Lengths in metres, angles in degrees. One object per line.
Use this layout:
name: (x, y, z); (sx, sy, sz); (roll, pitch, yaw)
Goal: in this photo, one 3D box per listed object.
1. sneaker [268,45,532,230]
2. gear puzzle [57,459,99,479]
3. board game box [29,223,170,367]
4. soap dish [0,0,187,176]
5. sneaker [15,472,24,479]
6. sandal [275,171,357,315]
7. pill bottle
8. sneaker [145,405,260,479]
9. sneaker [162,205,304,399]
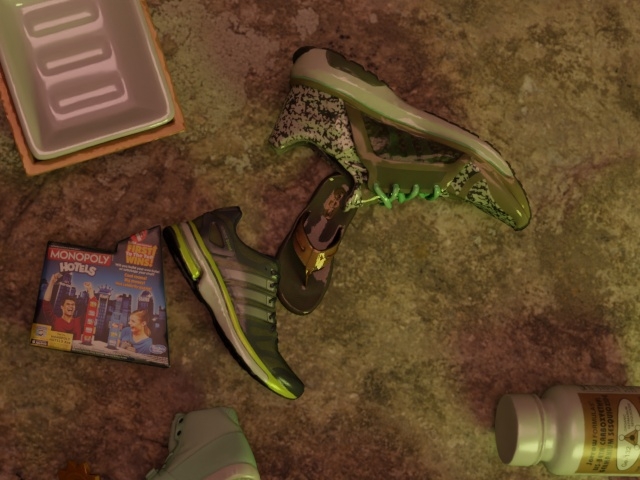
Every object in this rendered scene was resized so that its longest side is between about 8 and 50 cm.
sneaker: (0.102, -0.100, 1.935); (0.410, 0.158, 0.182); (31, 81, 1)
gear puzzle: (-0.293, 0.456, 1.809); (0.044, 0.175, 0.338); (-12, 89, -54)
board game box: (-0.288, 0.066, 1.879); (0.194, 0.060, 0.194); (11, 81, -10)
soap dish: (-0.337, -0.252, 1.869); (0.229, 0.118, 0.290); (-18, 89, -12)
sneaker: (-0.413, 0.349, 1.840); (0.098, 0.038, 0.069); (-5, 84, -21)
sandal: (0.000, 0.000, 1.943); (0.090, 0.060, 0.219); (30, 80, -7)
pill bottle: (0.375, 0.273, 1.958); (0.229, 0.131, 0.131); (2, 84, -11)
sneaker: (-0.206, 0.325, 1.870); (0.256, 0.094, 0.151); (-28, 46, 10)
sneaker: (-0.094, 0.085, 1.882); (0.121, 0.111, 0.300); (-31, 99, -10)
